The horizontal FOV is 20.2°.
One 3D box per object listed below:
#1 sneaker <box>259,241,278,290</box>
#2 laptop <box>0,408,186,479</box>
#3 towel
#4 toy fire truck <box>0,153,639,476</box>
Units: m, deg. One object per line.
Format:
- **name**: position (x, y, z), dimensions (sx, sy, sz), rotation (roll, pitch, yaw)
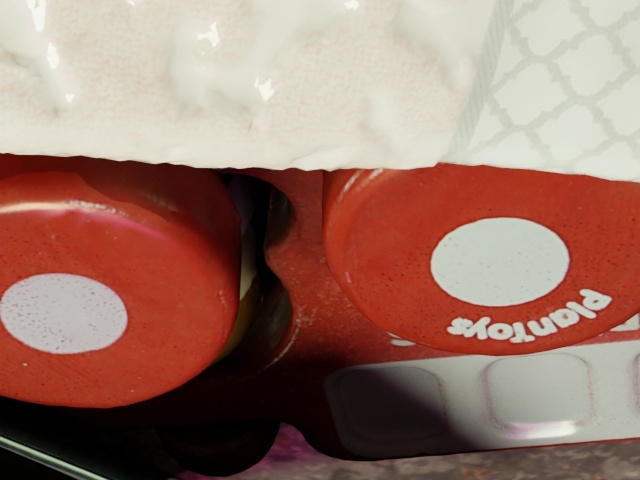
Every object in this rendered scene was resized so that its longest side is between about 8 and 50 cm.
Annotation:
- **sneaker**: position (0.014, -0.018, 0.714), dimensions (0.170, 0.051, 0.089), rotation (-24, 141, 20)
- **laptop**: position (-0.140, 0.182, 0.683), dimensions (0.408, 0.236, 0.382), rotation (30, 169, -40)
- **towel**: position (0.012, -0.160, 0.311), dimensions (0.317, 0.053, 0.332), rotation (4, 118, -27)
- **toy fire truck**: position (0.000, 0.000, 0.604), dimensions (0.302, 0.169, 0.254), rotation (-7, 138, 8)
